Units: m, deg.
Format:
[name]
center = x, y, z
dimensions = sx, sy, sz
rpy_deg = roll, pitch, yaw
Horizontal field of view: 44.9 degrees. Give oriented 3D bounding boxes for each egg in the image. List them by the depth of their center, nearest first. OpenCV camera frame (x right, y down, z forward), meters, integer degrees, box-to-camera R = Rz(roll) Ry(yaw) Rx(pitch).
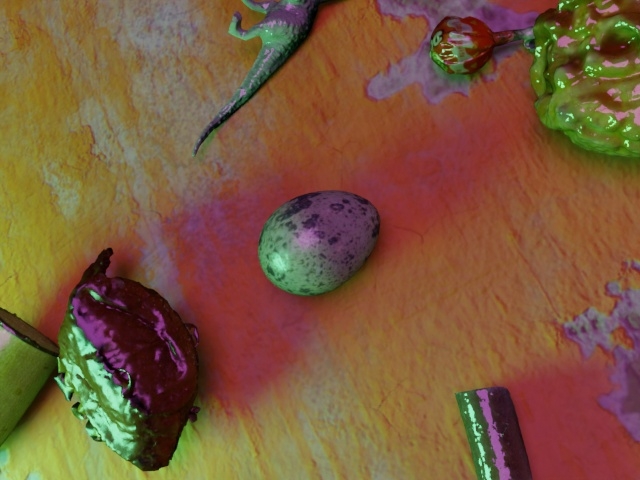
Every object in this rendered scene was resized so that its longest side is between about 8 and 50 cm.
[egg]
center = 0.000, 0.000, 1.025
dimensions = 0.172, 0.132, 0.132
rpy_deg = -27, 69, -9

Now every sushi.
[sushi]
center = -0.263, 0.158, 1.036
dimensions = 0.166, 0.179, 0.296
rpy_deg = -35, 86, -29

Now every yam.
[yam]
center = 0.216, 0.259, 0.930
dimensions = 0.068, 0.068, 0.170
rpy_deg = -16, 71, 9

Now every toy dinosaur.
[toy dinosaur]
center = -0.104, -0.309, 1.167
dimensions = 0.129, 0.076, 0.383
rpy_deg = 43, 94, -4

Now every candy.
[candy]
center = 0.293, -0.293, 1.082
dimensions = 0.287, 0.078, 0.084
rpy_deg = -12, 51, 0

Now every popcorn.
[popcorn]
center = 0.374, -0.216, 0.974
dimensions = 0.225, 0.173, 0.286
rpy_deg = -42, 74, 6

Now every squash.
[squash]
center = -0.479, 0.223, 1.075
dimensions = 0.132, 0.132, 0.247
rpy_deg = 30, 82, 20
